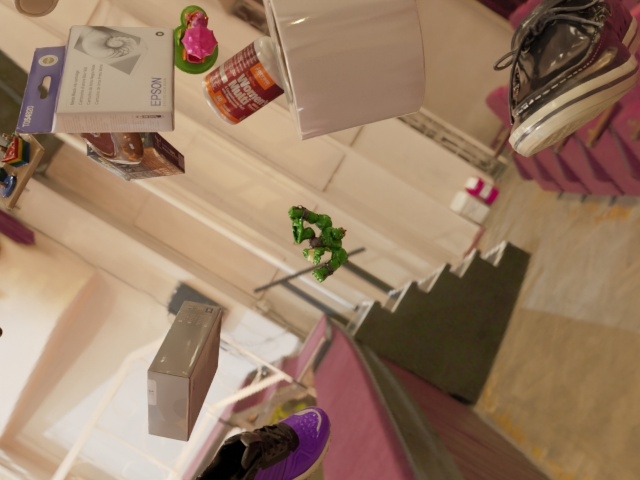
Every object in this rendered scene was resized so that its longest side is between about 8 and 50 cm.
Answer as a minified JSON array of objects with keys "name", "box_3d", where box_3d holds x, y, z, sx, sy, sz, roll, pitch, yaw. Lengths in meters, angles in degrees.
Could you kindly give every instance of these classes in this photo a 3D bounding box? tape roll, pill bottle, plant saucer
[{"name":"tape roll","box_3d":[0.025,-0.270,0.935,0.246,0.169,0.246,167,90,-87]},{"name":"pill bottle","box_3d":[-0.127,-0.343,1.452,0.221,0.121,0.121,-29,14,22]},{"name":"plant saucer","box_3d":[-0.395,-0.211,1.244,0.036,0.198,0.198,-43,-7,-30]}]

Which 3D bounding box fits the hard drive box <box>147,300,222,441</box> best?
[{"name":"hard drive box","box_3d":[-0.282,0.270,1.477,0.232,0.089,0.181,-75,-6,-59]}]

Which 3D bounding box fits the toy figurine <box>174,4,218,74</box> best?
[{"name":"toy figurine","box_3d":[-0.297,-0.502,1.710,0.159,0.130,0.173,-166,79,-70]}]

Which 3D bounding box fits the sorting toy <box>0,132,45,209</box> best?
[{"name":"sorting toy","box_3d":[-0.599,-0.155,1.364,0.132,0.046,0.274,36,97,46]}]

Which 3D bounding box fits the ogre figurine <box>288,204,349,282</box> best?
[{"name":"ogre figurine","box_3d":[0.000,0.000,1.738,0.118,0.197,0.097,-11,-40,-41]}]

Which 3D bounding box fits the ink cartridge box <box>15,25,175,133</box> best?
[{"name":"ink cartridge box","box_3d":[-0.333,-0.247,1.059,0.045,0.224,0.223,96,167,-48]}]

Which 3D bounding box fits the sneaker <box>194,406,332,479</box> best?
[{"name":"sneaker","box_3d":[-0.098,0.372,1.215,0.293,0.102,0.146,-36,-44,-28]}]

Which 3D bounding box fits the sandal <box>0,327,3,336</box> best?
[{"name":"sandal","box_3d":[-0.842,0.151,1.670,0.090,0.219,0.060,-39,14,54]}]

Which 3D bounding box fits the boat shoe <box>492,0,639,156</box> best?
[{"name":"boat shoe","box_3d":[0.345,-0.261,0.997,0.187,0.156,0.500,-36,8,39]}]

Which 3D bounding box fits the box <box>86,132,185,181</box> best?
[{"name":"box","box_3d":[-0.489,-0.226,1.884,0.233,0.183,0.059,49,-145,-74]}]

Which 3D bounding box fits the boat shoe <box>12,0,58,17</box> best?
[{"name":"boat shoe","box_3d":[-0.515,-0.580,1.323,0.116,0.097,0.324,-4,-36,-43]}]
